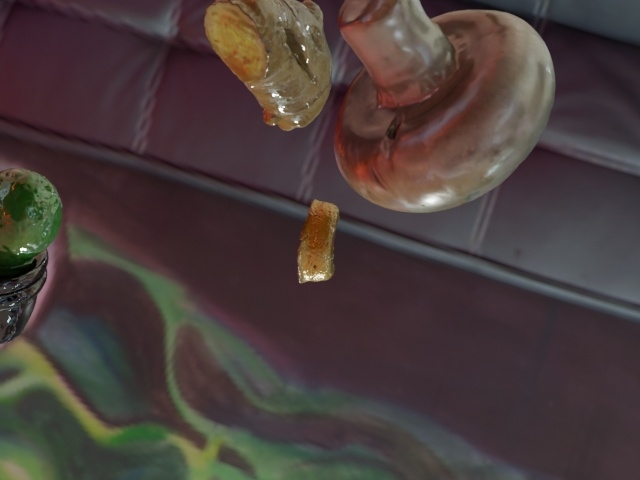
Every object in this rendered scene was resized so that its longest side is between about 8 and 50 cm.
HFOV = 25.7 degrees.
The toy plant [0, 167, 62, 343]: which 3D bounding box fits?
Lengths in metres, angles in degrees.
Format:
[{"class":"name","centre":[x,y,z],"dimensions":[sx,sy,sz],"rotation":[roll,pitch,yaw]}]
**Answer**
[{"class":"toy plant","centre":[-0.421,0.007,1.752],"dimensions":[0.218,0.175,0.235],"rotation":[15,119,21]}]

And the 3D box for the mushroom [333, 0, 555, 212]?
[{"class":"mushroom","centre":[0.100,-0.156,1.395],"dimensions":[0.243,0.244,0.243],"rotation":[18,161,6]}]

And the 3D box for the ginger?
[{"class":"ginger","centre":[-0.065,-0.269,1.977],"dimensions":[0.126,0.190,0.354],"rotation":[25,180,19]}]

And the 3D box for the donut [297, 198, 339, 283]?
[{"class":"donut","centre":[0.000,0.000,1.533],"dimensions":[0.037,0.083,0.067],"rotation":[7,141,13]}]
